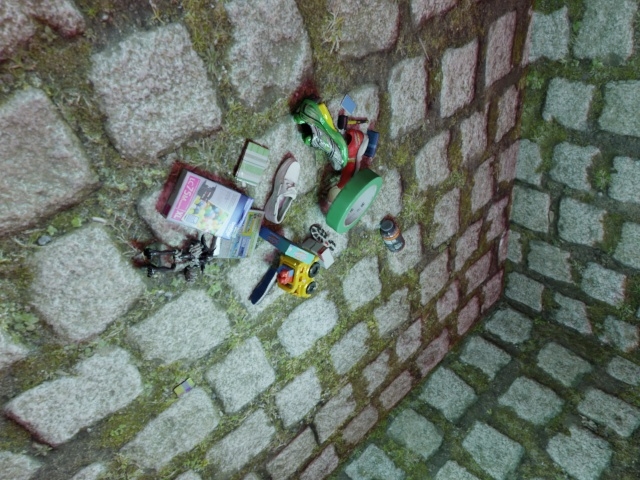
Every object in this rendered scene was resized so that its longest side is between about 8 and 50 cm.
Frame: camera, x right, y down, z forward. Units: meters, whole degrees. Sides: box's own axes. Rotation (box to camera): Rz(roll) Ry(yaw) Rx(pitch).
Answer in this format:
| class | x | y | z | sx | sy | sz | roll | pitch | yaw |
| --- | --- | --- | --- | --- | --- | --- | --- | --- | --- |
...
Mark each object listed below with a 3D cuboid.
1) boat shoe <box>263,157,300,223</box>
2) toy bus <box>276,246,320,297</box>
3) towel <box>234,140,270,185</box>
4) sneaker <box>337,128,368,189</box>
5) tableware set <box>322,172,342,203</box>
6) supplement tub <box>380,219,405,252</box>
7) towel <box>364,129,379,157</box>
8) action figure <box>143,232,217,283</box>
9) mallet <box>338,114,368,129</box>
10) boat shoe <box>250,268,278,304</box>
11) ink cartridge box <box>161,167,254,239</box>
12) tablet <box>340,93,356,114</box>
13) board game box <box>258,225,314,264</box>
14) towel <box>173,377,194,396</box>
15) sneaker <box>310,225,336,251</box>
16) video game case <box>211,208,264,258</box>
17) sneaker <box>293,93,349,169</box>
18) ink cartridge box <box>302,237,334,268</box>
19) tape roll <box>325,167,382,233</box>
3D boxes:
| class | x | y | z | sx | sy | sz | roll | pitch | yaw |
| --- | --- | --- | --- | --- | --- | --- | --- | --- | --- |
| boat shoe | -0.138 | -0.199 | 1.751 | 0.098 | 0.096 | 0.277 | 11 | 104 | -46 |
| toy bus | -0.123 | 0.162 | 1.902 | 0.211 | 0.149 | 0.220 | -22 | 129 | -52 |
| towel | -0.261 | -0.293 | 1.638 | 0.113 | 0.023 | 0.152 | 14 | 100 | -50 |
| sneaker | 0.115 | -0.364 | 1.913 | 0.118 | 0.107 | 0.279 | 17 | 90 | -21 |
| tableware set | 0.095 | -0.243 | 1.997 | 0.194 | 0.039 | 0.128 | -43 | 122 | -25 |
| supplement tub | 0.395 | -0.027 | 2.365 | 0.106 | 0.106 | 0.198 | -48 | 137 | -13 |
| towel | 0.235 | -0.450 | 1.995 | 0.029 | 0.067 | 0.119 | -6 | 117 | -44 |
| action figure | -0.479 | 0.070 | 1.539 | 0.275 | 0.141 | 0.164 | -9 | 117 | -37 |
| mallet | 0.148 | -0.516 | 1.900 | 0.189 | 0.039 | 0.062 | -9 | 118 | -46 |
| boat shoe | -0.238 | 0.217 | 1.913 | 0.183 | 0.066 | 0.066 | -54 | 140 | -6 |
| ink cartridge box | -0.390 | -0.118 | 1.556 | 0.311 | 0.065 | 0.186 | 21 | 97 | -44 |
| tablet | 0.122 | -0.587 | 1.852 | 0.083 | 0.006 | 0.054 | 28 | 91 | -49 |
| board game box | -0.146 | 0.018 | 1.781 | 0.160 | 0.210 | 0.047 | 29 | 91 | -48 |
| towel | -0.590 | 0.634 | 1.849 | 0.083 | 0.009 | 0.060 | -36 | 133 | -26 |
| sneaker | 0.000 | 0.000 | 2.028 | 0.170 | 0.071 | 0.068 | 49 | 54 | -32 |
| video game case | -0.331 | -0.029 | 1.714 | 0.193 | 0.023 | 0.212 | 5 | 108 | -45 |
| sneaker | -0.002 | -0.418 | 1.755 | 0.146 | 0.134 | 0.343 | -43 | 127 | -8 |
| ink cartridge box | -0.012 | 0.058 | 1.993 | 0.056 | 0.135 | 0.099 | -43 | 136 | -23 |
| tape roll | 0.155 | -0.178 | 1.958 | 0.321 | 0.077 | 0.321 | -47 | 164 | -18 |
